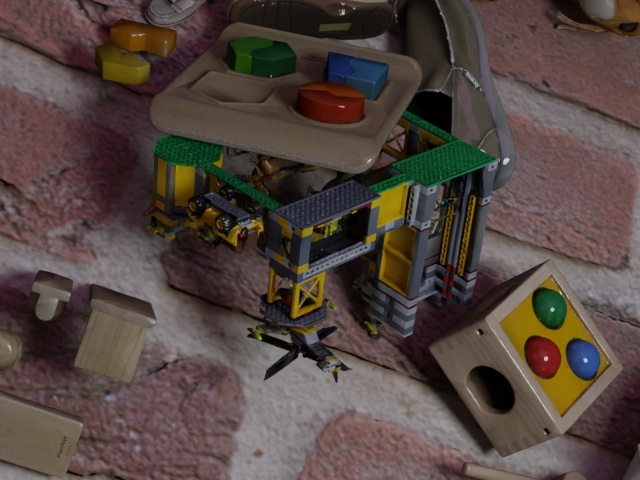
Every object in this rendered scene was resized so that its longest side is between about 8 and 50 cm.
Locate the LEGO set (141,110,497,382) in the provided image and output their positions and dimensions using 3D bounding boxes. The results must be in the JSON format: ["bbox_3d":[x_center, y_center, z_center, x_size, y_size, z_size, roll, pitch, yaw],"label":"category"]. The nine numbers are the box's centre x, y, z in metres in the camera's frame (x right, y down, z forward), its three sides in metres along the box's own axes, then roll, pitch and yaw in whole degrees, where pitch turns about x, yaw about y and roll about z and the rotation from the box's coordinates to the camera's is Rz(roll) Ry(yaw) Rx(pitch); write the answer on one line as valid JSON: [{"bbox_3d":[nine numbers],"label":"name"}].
[{"bbox_3d":[0.000,0.000,1.366,0.255,0.192,0.331,26,35,29],"label":"LEGO set"}]

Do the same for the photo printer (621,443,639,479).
[{"bbox_3d":[0.387,0.278,1.342,0.256,0.107,0.307,32,66,1],"label":"photo printer"}]

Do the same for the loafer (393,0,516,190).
[{"bbox_3d":[0.125,-0.167,1.527,0.087,0.094,0.251,-6,65,-29],"label":"loafer"}]

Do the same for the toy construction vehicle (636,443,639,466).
[{"bbox_3d":[0.326,0.200,1.274,0.098,0.035,0.085,-4,72,12],"label":"toy construction vehicle"}]

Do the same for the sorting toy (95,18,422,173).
[{"bbox_3d":[-0.072,-0.156,1.382,0.307,0.041,0.229,13,31,10],"label":"sorting toy"}]

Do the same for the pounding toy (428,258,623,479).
[{"bbox_3d":[0.202,0.151,1.354,0.181,0.094,0.206,-36,92,-45],"label":"pounding toy"}]

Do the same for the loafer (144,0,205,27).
[{"bbox_3d":[-0.130,-0.263,1.516,0.125,0.039,0.045,-37,80,-33],"label":"loafer"}]

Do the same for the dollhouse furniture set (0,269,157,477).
[{"bbox_3d":[-0.237,0.108,1.274,0.144,0.123,0.151,20,92,-10],"label":"dollhouse furniture set"}]

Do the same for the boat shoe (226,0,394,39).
[{"bbox_3d":[-0.018,-0.249,1.544,0.190,0.068,0.072,-1,50,-32],"label":"boat shoe"}]

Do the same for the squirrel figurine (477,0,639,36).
[{"bbox_3d":[0.290,-0.423,1.637,0.370,0.281,0.397,29,58,-11],"label":"squirrel figurine"}]
